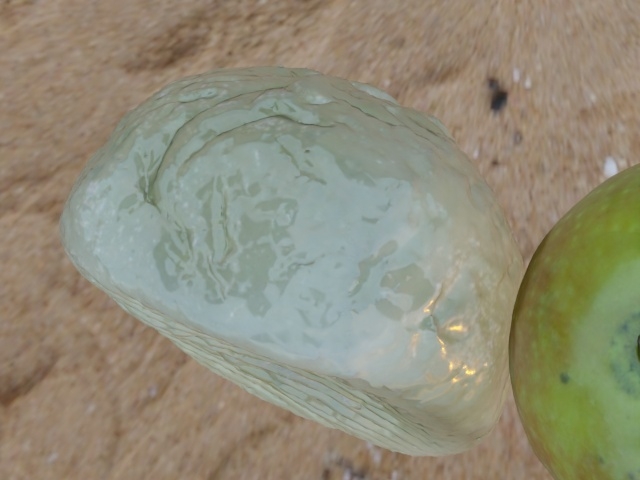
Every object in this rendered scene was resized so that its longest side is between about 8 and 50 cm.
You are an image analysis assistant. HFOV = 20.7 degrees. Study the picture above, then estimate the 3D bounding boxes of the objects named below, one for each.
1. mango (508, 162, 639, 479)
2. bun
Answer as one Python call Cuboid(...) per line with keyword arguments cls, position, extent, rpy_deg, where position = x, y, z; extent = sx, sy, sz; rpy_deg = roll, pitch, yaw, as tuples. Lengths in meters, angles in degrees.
Cuboid(cls="mango", position=(0.236, 0.084, 0.813), extent=(0.382, 0.225, 0.201), rpy_deg=(25, 99, -39))
Cuboid(cls="bun", position=(0.000, 0.000, 1.263), extent=(0.349, 0.352, 0.227), rpy_deg=(28, 79, -8))
